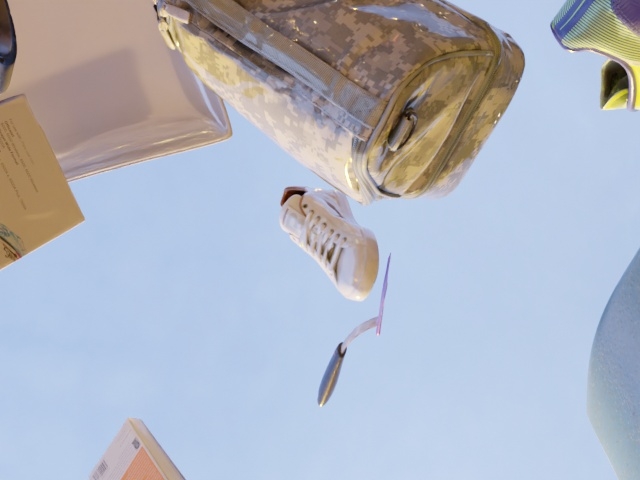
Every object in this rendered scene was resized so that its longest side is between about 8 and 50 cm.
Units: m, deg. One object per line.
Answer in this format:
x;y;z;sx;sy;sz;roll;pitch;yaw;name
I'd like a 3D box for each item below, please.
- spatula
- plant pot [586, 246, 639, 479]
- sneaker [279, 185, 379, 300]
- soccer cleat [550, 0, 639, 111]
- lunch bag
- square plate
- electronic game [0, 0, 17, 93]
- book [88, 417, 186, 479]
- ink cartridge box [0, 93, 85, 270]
0.045;0.130;1.203;0.030;0.296;0.084;21;-137;-8;spatula
0.384;0.141;0.817;0.247;0.252;0.248;13;-143;-25;plant pot
0.000;0.000;1.405;0.123;0.290;0.106;13;-69;-21;sneaker
0.268;-0.131;0.684;0.289;0.121;0.093;22;-144;-45;soccer cleat
0.012;-0.182;0.918;0.213;0.305;0.256;-59;-24;18;lunch bag
-0.324;-0.258;1.208;0.049;0.343;0.347;-77;-28;-70;square plate
-0.334;-0.238;0.813;0.229;0.048;0.229;-20;-90;-89;electronic game
-0.210;0.291;1.068;0.035;0.144;0.096;22;-74;-52;book
-0.430;-0.040;1.049;0.232;0.171;0.168;-37;-67;-38;ink cartridge box
